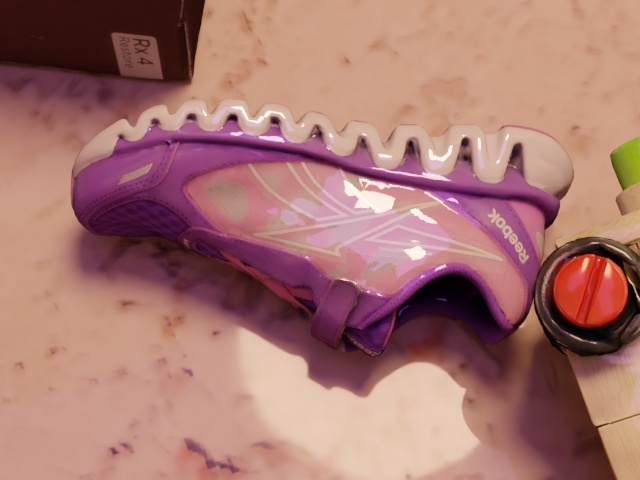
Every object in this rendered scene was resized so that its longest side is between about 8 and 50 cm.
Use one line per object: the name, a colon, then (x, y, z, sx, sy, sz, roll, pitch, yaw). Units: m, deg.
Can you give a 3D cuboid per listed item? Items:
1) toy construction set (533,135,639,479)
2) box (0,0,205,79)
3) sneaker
toy construction set: (0.215, 0.055, 0.451, 0.215, 0.151, 0.328, -20, 62, 9)
box: (-0.134, -0.215, 0.542, 0.167, 0.168, 0.203, 7, 66, 0)
sneaker: (0.000, 0.000, 0.503, 0.236, 0.095, 0.105, 4, 74, -2)
